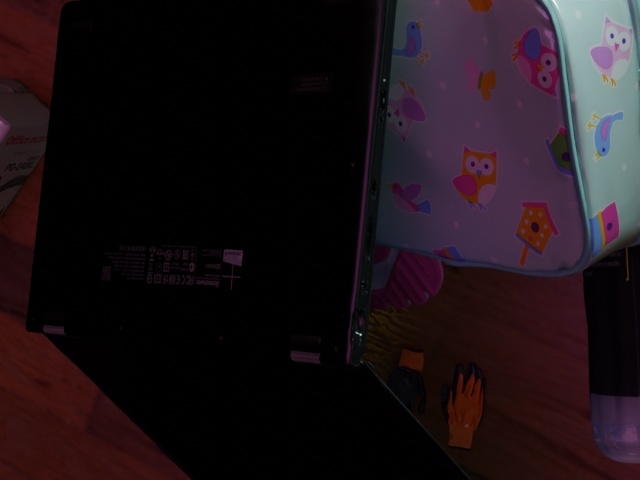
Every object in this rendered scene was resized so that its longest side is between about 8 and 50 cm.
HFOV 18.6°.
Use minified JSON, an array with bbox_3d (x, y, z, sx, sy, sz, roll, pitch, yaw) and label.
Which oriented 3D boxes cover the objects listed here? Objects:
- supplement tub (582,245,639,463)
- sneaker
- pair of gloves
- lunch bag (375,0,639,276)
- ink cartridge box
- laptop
[{"bbox_3d":[0.290,-0.013,1.403,0.207,0.207,0.338,-3,89,17],"label":"supplement tub"},{"bbox_3d":[0.000,0.000,1.566,0.252,0.111,0.103,-8,135,33],"label":"sneaker"},{"bbox_3d":[0.093,0.129,1.591,0.083,0.010,0.074,14,100,16],"label":"pair of gloves"},{"bbox_3d":[0.111,-0.099,1.341,0.279,0.108,0.224,10,113,48],"label":"lunch bag"},{"bbox_3d":[-0.296,-0.058,1.634,0.063,0.109,0.150,39,105,10],"label":"ink cartridge box"},{"bbox_3d":[-0.016,0.031,1.450,0.382,0.236,0.408,2,86,49],"label":"laptop"}]
